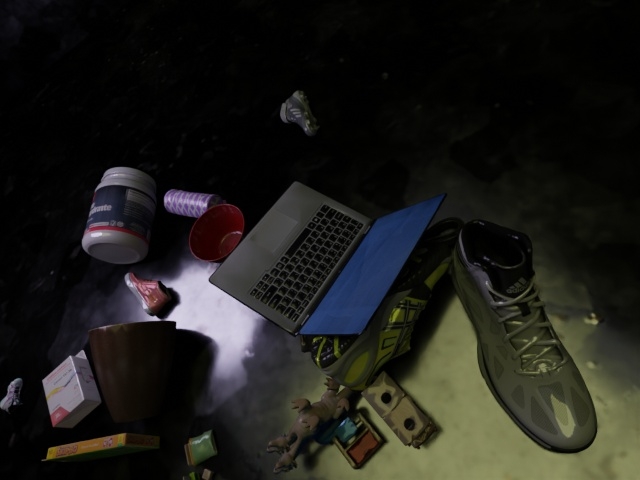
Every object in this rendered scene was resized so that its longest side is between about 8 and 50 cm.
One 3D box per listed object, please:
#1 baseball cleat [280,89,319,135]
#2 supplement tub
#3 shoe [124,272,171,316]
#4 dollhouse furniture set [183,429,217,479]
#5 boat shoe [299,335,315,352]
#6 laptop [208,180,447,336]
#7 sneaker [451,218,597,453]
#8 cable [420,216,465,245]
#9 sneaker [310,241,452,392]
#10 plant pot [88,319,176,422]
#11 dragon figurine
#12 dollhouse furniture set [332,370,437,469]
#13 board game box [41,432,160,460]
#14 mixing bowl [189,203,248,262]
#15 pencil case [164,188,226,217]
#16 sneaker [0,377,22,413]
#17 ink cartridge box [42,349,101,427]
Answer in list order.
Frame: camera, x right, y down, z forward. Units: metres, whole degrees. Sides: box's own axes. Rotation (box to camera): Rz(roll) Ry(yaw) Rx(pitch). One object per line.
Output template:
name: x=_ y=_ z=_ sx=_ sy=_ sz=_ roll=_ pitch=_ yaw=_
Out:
baseball cleat: x=-0.071 y=-0.396 z=1.378 sx=0.109 sy=0.072 sz=0.206 roll=-30 pitch=51 yaw=23
supplement tub: x=-0.640 y=-0.079 z=1.368 sx=0.191 sy=0.191 sz=0.273 roll=-11 pitch=61 yaw=17
shoe: x=-0.521 y=0.143 z=1.285 sx=0.081 sy=0.063 sz=0.178 roll=-43 pitch=62 yaw=-4
dollhouse furniture set: x=-0.282 y=0.526 z=0.985 sx=0.076 sy=0.058 sz=0.152 roll=-30 pitch=57 yaw=6
boat shoe: x=-0.046 y=0.165 z=1.052 sx=0.068 sy=0.081 sz=0.228 roll=-17 pitch=59 yaw=-7
laptop: x=0.000 y=0.000 z=0.968 sx=0.407 sy=0.236 sz=0.382 roll=29 pitch=60 yaw=16
sneaker: x=0.357 y=0.157 z=0.788 sx=0.169 sy=0.257 sz=0.448 roll=-24 pitch=58 yaw=9
cable: x=0.223 y=0.036 z=1.046 sx=0.287 sy=0.072 sz=0.139 roll=-35 pitch=40 yaw=-12
sneaker: x=0.150 y=0.154 z=0.917 sx=0.384 sy=0.147 sz=0.145 roll=-43 pitch=22 yaw=-12
plant pot: x=-0.479 y=0.340 z=1.097 sx=0.215 sy=0.215 sz=0.231 roll=-13 pitch=76 yaw=16
dragon figurine: x=0.008 y=0.381 z=0.917 sx=0.289 sy=0.144 sz=0.085 roll=-25 pitch=51 yaw=-29
dollhouse furniture set: x=0.119 y=0.385 z=0.847 sx=0.183 sy=0.129 sz=0.129 roll=-44 pitch=57 yaw=-4
board game box: x=-0.551 y=0.523 z=1.060 sx=0.259 sy=0.124 sz=0.039 roll=-18 pitch=57 yaw=13
mixing bowl: x=-0.279 y=-0.005 z=1.234 sx=0.181 sy=0.098 sz=0.182 roll=-9 pitch=61 yaw=17
pencil case: x=-0.404 y=-0.119 z=1.357 sx=0.205 sy=0.087 sz=0.088 roll=11 pitch=35 yaw=25
sneaker: x=-0.935 y=0.481 z=1.299 sx=0.069 sy=0.038 sz=0.098 roll=18 pitch=82 yaw=28
ink cartridge box: x=-0.725 y=0.420 z=1.221 sx=0.115 sy=0.067 sz=0.198 roll=-42 pitch=56 yaw=-1
